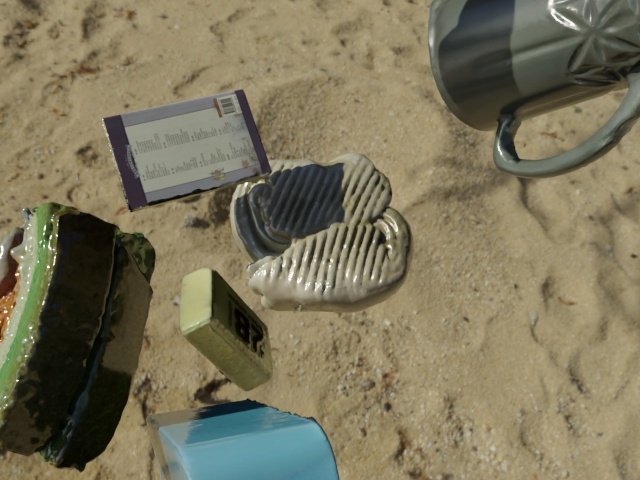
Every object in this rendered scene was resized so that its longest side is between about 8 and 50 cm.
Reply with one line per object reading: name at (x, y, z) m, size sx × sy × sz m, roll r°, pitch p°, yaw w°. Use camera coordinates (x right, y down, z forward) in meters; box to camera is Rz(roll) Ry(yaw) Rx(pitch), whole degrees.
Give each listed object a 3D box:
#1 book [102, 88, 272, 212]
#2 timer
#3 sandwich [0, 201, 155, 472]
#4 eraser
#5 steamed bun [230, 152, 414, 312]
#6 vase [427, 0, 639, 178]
book at (-0.210, -0.146, 0.921) m, size 0.231 × 0.026 × 0.157 m, roll -16°, pitch 78°, yaw -16°
timer at (-0.058, 0.252, 0.414) m, size 0.091 × 0.232 × 0.250 m, roll -4°, pitch 82°, yaw -24°
sandwich at (-0.214, 0.063, 0.442) m, size 0.160 × 0.109 × 0.184 m, roll 2°, pitch 71°, yaw 34°
eraser at (-0.137, 0.132, 0.861) m, size 0.058 × 0.172 × 0.117 m, roll -25°, pitch 39°, yaw 12°
steamed bun at (0.002, 0.009, 1.112) m, size 0.324 × 0.219 × 0.309 m, roll -11°, pitch 66°, yaw -8°
vase at (0.248, -0.186, 0.538) m, size 0.156 × 0.251 × 0.301 m, roll 4°, pitch -1°, yaw -34°
